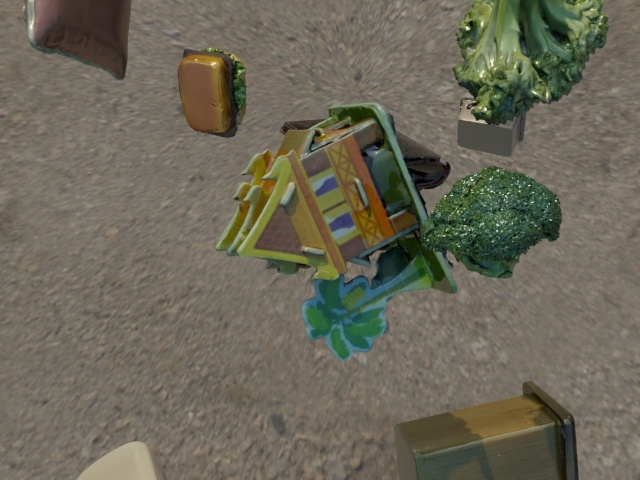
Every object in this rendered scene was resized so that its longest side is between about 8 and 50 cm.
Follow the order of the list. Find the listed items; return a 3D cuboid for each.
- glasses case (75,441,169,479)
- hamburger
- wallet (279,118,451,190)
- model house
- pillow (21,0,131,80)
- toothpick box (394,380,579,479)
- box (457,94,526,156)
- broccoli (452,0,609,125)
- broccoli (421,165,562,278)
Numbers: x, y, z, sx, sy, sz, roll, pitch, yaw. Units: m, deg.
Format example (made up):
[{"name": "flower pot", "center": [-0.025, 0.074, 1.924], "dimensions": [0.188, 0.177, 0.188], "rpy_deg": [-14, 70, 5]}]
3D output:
[{"name": "glasses case", "center": [-0.156, 0.226, 0.802], "dimensions": [0.083, 0.196, 0.050], "rpy_deg": [-30, 108, -7]}, {"name": "hamburger", "center": [-0.188, -0.272, 1.830], "dimensions": [0.137, 0.087, 0.165], "rpy_deg": [15, 121, 30]}, {"name": "wallet", "center": [0.086, -0.170, 1.863], "dimensions": [0.221, 0.262, 0.071], "rpy_deg": [41, 123, 38]}, {"name": "model house", "center": [0.000, 0.000, 1.587], "dimensions": [0.313, 0.242, 0.357], "rpy_deg": [-27, 106, -12]}, {"name": "pillow", "center": [-0.290, -0.291, 1.195], "dimensions": [0.075, 0.179, 0.171], "rpy_deg": [1, 86, 27]}, {"name": "toothpick box", "center": [0.314, 0.416, 1.928], "dimensions": [0.308, 0.190, 0.187], "rpy_deg": [-11, 109, -11]}, {"name": "box", "center": [0.305, -0.204, 1.804], "dimensions": [0.122, 0.062, 0.089], "rpy_deg": [13, 143, 16]}, {"name": "broccoli", "center": [0.316, -0.414, 1.488], "dimensions": [0.275, 0.353, 0.397], "rpy_deg": [-11, 121, -3]}, {"name": "broccoli", "center": [0.242, -0.023, 1.406], "dimensions": [0.195, 0.195, 0.156], "rpy_deg": [4, 112, 1]}]
